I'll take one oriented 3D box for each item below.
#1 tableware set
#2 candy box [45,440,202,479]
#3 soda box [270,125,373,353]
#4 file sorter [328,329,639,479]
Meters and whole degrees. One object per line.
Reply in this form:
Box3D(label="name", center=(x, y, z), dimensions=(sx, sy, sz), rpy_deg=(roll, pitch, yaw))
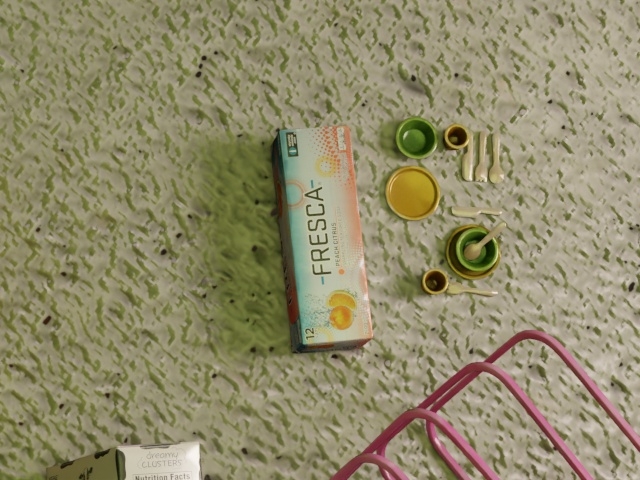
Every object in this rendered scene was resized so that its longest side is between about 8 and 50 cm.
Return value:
Box3D(label="tableware set", center=(0.107, -0.028, 1.656), dimensions=(0.104, 0.024, 0.154), rpy_deg=(4, 79, -8))
Box3D(label="candy box", center=(-0.145, 0.258, 1.481), dimensions=(0.070, 0.165, 0.196), rpy_deg=(-1, 78, -27))
Box3D(label="soda box", center=(0.000, 0.000, 1.615), dimensions=(0.063, 0.058, 0.183), rpy_deg=(-4, 79, -10))
Box3D(label="file sorter", center=(0.093, 0.224, 1.463), dimensions=(0.182, 0.202, 0.290), rpy_deg=(50, 47, 7))
